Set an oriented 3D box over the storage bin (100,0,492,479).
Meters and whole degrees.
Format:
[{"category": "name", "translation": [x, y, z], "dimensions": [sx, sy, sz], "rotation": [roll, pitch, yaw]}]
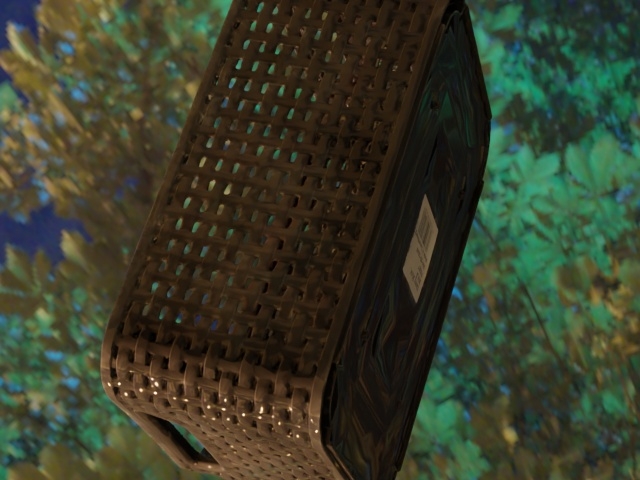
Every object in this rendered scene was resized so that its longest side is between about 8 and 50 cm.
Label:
[{"category": "storage bin", "translation": [0.000, 0.000, 0.539], "dimensions": [0.084, 0.122, 0.180], "rotation": [11, -113, 19]}]
